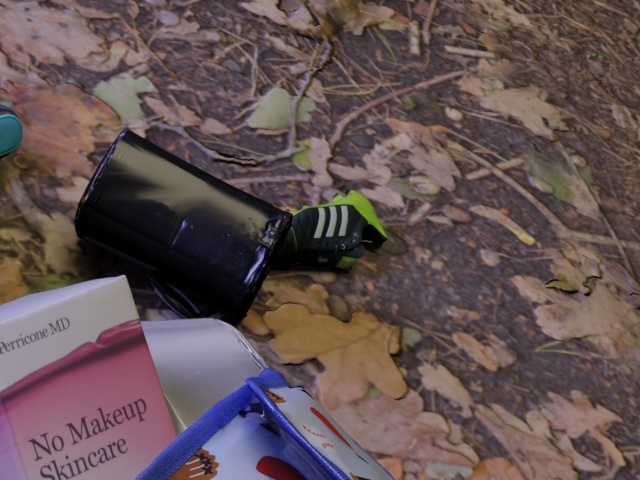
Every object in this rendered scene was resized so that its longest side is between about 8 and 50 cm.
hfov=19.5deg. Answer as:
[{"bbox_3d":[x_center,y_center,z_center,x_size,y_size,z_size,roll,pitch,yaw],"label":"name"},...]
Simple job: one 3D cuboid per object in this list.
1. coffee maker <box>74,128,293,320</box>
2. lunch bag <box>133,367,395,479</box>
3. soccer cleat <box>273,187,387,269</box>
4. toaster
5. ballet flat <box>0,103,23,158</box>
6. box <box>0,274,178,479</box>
[{"bbox_3d":[-0.122,-0.023,1.690,0.178,0.171,0.120,26,53,2],"label":"coffee maker"},{"bbox_3d":[-0.016,0.278,1.199,0.328,0.239,0.385,45,36,7],"label":"lunch bag"},{"bbox_3d":[0.000,0.000,1.834,0.179,0.060,0.072,-23,72,-47],"label":"soccer cleat"},{"bbox_3d":[-0.105,0.160,1.517,0.146,0.129,0.227,-9,48,-41],"label":"toaster"},{"bbox_3d":[-0.369,-0.082,1.701,0.203,0.074,0.074,-22,58,-39],"label":"ballet flat"},{"bbox_3d":[-0.197,0.160,1.368,0.149,0.127,0.232,-22,97,-45],"label":"box"}]
